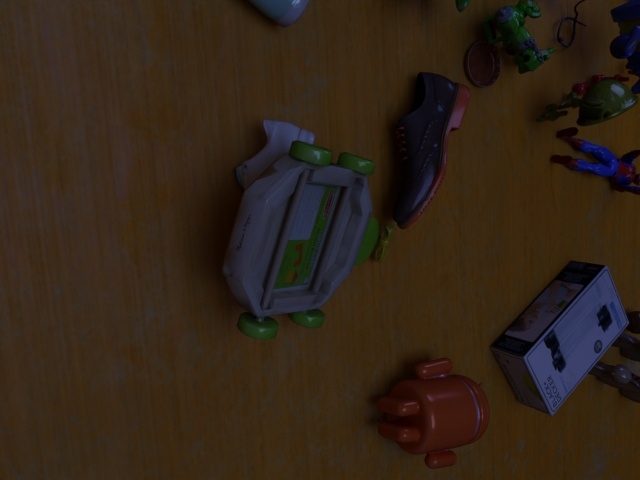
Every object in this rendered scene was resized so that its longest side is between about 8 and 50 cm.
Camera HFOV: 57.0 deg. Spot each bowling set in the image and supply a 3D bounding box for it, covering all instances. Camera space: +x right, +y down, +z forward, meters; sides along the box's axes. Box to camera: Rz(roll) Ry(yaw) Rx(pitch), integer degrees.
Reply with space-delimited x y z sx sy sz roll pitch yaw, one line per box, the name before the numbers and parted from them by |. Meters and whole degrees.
bowling set | 0.719 0.256 1.314 0.287 0.154 0.199 25 84 -31

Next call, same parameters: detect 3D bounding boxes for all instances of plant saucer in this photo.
plant saucer | 0.297 -0.323 1.078 0.084 0.013 0.083 -5 99 -30

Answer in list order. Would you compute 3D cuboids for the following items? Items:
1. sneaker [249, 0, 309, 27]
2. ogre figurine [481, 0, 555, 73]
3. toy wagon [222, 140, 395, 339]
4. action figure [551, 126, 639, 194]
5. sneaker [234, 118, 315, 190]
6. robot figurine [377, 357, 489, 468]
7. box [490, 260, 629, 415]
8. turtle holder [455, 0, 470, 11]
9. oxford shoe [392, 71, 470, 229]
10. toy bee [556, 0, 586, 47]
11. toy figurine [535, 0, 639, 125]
sneaker | -0.049 -0.448 0.810 0.151 0.094 0.255 26 85 -36
ogre figurine | 0.350 -0.359 1.039 0.118 0.097 0.197 56 46 -8
toy wagon | 0.000 0.000 0.866 0.344 0.068 0.267 0 112 -57
action figure | 0.628 -0.157 1.226 0.281 0.139 0.091 13 90 -33
sneaker | -0.087 -0.072 0.859 0.094 0.080 0.212 22 94 -5
robot figurine | 0.205 0.305 1.035 0.220 0.158 0.128 2 135 -30
box | 0.499 0.196 1.216 0.290 0.087 0.169 -38 113 -21
turtle holder | 0.218 -0.542 0.878 0.228 0.243 0.320 31 89 -12
oxford shoe | 0.159 -0.152 0.986 0.098 0.097 0.271 22 78 -13
toy bee | 0.483 -0.508 1.057 0.298 0.162 0.195 28 80 -38
toy figurine | 0.568 -0.379 1.110 0.363 0.191 0.217 -28 118 -23
